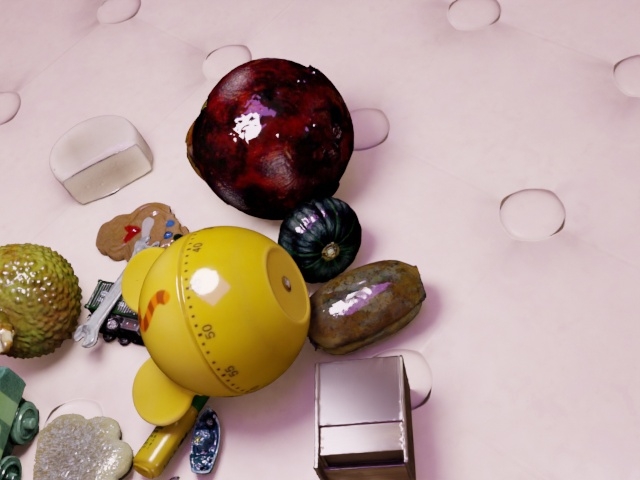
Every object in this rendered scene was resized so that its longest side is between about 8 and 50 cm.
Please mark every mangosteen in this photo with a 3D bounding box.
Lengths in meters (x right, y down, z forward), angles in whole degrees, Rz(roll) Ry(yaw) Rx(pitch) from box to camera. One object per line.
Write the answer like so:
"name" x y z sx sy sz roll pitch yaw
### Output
"mangosteen" -0.113 -0.226 1.875 0.381 0.421 0.380 2 82 -19

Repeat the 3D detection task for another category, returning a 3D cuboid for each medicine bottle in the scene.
"medicine bottle" -0.290 0.367 1.656 0.064 0.095 0.260 38 59 -7

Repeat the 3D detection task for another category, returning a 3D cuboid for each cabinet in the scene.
"cabinet" 0.086 0.356 1.533 0.175 0.148 0.215 -7 51 9

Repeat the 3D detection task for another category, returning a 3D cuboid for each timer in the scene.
"timer" -0.225 0.151 1.604 0.387 0.376 0.376 -21 52 19

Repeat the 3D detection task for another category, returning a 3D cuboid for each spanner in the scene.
"spanner" -0.458 0.110 1.809 0.071 0.017 0.302 17 62 27

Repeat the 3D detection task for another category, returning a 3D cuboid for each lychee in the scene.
"lychee" -0.666 0.133 1.778 0.270 0.320 0.269 0 88 -2

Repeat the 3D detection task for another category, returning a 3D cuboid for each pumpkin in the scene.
"pumpkin" 0.000 0.000 1.768 0.202 0.202 0.140 -36 38 -12

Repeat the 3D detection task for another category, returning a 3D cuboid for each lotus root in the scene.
"lotus root" 0.091 0.131 1.682 0.275 0.152 0.160 -25 50 -4

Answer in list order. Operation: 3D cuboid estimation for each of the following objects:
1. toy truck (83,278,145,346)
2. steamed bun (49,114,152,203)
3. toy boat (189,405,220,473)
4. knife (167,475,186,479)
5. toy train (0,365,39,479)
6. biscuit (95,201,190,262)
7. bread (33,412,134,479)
"toy truck" -0.404 0.177 1.811 0.259 0.088 0.121 9 58 21
"steamed bun" -0.573 -0.222 2.088 0.242 0.146 0.164 -29 57 -5
"toy boat" -0.234 0.405 1.626 0.060 0.061 0.137 0 55 13
"knife" -0.127 0.500 1.534 0.365 0.089 0.043 3 101 12
"toy train" -0.701 0.402 1.634 0.167 0.238 0.299 0 57 10
"biscuit" -0.399 -0.006 1.964 0.320 0.047 0.183 20 65 23
"bread" -0.481 0.455 1.628 0.207 0.056 0.286 -16 43 -3
